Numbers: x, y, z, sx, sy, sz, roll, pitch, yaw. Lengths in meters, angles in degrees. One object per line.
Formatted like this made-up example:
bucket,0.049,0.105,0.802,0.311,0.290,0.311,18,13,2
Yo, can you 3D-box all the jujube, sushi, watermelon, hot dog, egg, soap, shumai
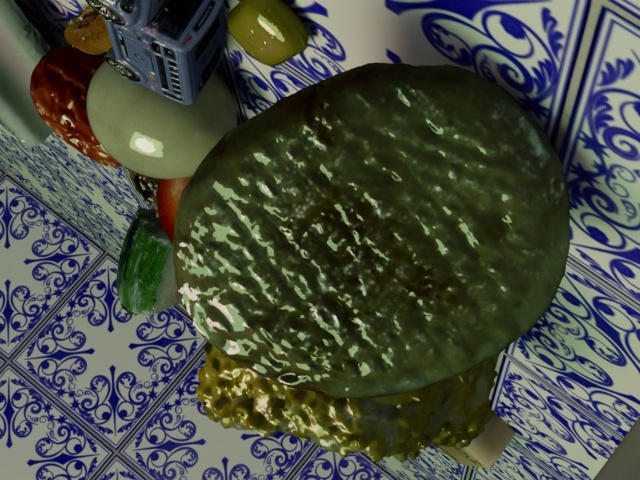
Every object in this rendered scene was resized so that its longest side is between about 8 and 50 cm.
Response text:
jujube,-0.360,-0.222,1.929,0.250,0.174,0.174,31,164,21
sushi,0.064,0.149,1.562,0.351,0.240,0.396,11,-175,29
watermelon,-0.279,0.017,2.350,0.264,0.302,0.151,26,133,62
hot dog,-0.323,-0.314,1.762,0.083,0.068,0.289,38,167,-22
egg,-0.222,-0.181,1.655,0.253,0.186,0.186,30,163,40
soap,-0.063,-0.240,1.351,0.089,0.045,0.140,40,167,-13
soap,-0.563,-0.330,2.069,0.261,0.156,0.446,48,174,32
shumai,0.056,-0.033,1.255,0.324,0.397,0.323,63,-168,-13
sushi,-0.311,-0.102,2.325,0.226,0.097,0.103,32,161,24

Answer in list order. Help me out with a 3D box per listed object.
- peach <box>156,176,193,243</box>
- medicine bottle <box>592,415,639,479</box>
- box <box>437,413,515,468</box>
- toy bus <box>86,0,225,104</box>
peach,-0.157,-0.067,1.825,0.243,0.199,0.243,54,169,15
medicine bottle,0.454,0.369,1.506,0.238,0.232,0.238,39,167,11
box,0.241,0.328,2.231,0.212,0.095,0.168,41,164,-6
toy bus,-0.185,-0.268,1.419,0.133,0.125,0.292,29,168,2
